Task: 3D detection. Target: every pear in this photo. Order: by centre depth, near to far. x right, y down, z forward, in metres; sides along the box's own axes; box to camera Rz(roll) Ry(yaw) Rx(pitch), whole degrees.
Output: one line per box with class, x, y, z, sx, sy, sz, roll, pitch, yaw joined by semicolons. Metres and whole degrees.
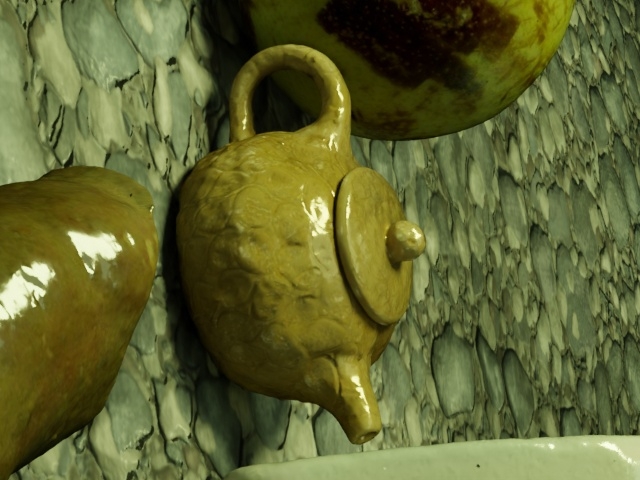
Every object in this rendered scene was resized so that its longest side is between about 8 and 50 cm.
pear;0.066;-0.216;1.526;0.283;0.284;0.283;-11;90;-67

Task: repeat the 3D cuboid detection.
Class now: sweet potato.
sweet potato;-0.205;0.076;0.927;0.370;0.158;0.157;-44;120;-58

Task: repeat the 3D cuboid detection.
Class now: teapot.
teapot;0.000;0.000;1.405;0.203;0.167;0.311;22;59;-63

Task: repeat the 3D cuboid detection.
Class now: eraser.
eraser;0.085;0.242;1.446;0.331;0.331;0.149;25;56;-62
